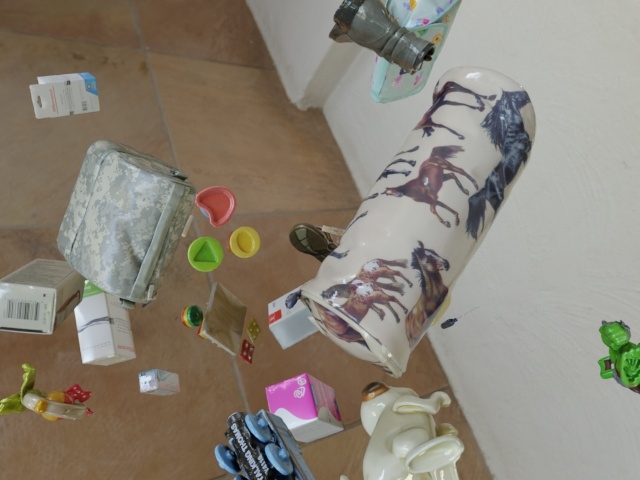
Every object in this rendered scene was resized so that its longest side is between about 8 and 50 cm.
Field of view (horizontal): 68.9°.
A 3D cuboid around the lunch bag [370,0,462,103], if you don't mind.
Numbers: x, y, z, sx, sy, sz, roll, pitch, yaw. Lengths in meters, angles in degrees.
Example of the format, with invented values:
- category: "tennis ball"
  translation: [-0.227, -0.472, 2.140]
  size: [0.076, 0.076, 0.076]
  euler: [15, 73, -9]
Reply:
- category: "lunch bag"
  translation: [0.214, -0.480, 1.118]
  size: [0.160, 0.223, 0.262]
  euler: [30, 62, 8]

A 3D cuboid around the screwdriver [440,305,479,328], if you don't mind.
- category: "screwdriver"
  translation: [0.430, 0.239, 1.444]
  size: [0.025, 0.170, 0.024]
  euler: [-20, 72, -34]

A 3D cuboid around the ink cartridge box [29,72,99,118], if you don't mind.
- category: "ink cartridge box"
  translation: [-0.352, -0.199, 0.638]
  size: [0.083, 0.048, 0.028]
  euler: [-23, 47, -38]

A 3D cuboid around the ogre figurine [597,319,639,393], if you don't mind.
- category: "ogre figurine"
  translation: [0.492, 0.201, 0.731]
  size: [0.197, 0.097, 0.118]
  euler: [40, 20, 3]

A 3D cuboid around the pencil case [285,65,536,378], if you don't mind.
- category: "pencil case"
  translation: [0.129, -0.038, 0.613]
  size: [0.160, 0.183, 0.411]
  euler: [43, 73, -28]

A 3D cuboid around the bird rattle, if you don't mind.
- category: "bird rattle"
  translation: [-0.750, 0.466, 1.313]
  size: [0.253, 0.206, 0.143]
  euler: [45, 61, -39]

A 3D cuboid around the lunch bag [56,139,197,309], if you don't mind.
- category: "lunch bag"
  translation: [-0.411, -0.036, 1.027]
  size: [0.212, 0.306, 0.256]
  euler: [18, 8, -47]

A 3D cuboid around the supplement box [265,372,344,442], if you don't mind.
- category: "supplement box"
  translation: [-0.034, 0.412, 1.136]
  size: [0.220, 0.113, 0.111]
  euler: [52, 18, -57]

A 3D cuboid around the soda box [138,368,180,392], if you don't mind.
- category: "soda box"
  translation: [-0.508, 0.452, 1.482]
  size: [0.058, 0.183, 0.063]
  euler: [-14, 68, 0]

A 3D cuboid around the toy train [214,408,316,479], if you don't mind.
- category: "toy train"
  translation: [-0.053, 0.288, 0.565]
  size: [0.184, 0.080, 0.105]
  euler: [44, -1, 41]

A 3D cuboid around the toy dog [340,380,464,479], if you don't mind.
- category: "toy dog"
  translation: [0.251, 0.626, 1.456]
  size: [0.285, 0.395, 0.408]
  euler: [61, 5, -19]

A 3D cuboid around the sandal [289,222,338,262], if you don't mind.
- category: "sandal"
  translation: [0.000, 0.000, 1.113]
  size: [0.219, 0.089, 0.060]
  euler: [31, 54, -51]

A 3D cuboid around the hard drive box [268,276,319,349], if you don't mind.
- category: "hard drive box"
  translation: [-0.041, 0.213, 1.461]
  size: [0.089, 0.232, 0.181]
  euler: [59, 1, -18]

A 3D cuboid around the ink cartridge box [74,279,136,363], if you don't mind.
- category: "ink cartridge box"
  translation: [-0.746, 0.284, 1.615]
  size: [0.114, 0.198, 0.273]
  euler: [-15, 74, -6]

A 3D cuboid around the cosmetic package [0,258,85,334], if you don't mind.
- category: "cosmetic package"
  translation: [-0.784, 0.150, 1.321]
  size: [0.153, 0.296, 0.130]
  euler: [8, 98, -13]

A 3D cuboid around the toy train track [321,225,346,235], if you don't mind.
- category: "toy train track"
  translation: [0.042, -0.013, 0.809]
  size: [0.083, 0.014, 0.048]
  euler: [12, 90, -15]

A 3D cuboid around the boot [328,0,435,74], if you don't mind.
- category: "boot"
  translation: [0.100, -0.329, 0.776]
  size: [0.161, 0.083, 0.246]
  euler: [36, 15, -9]

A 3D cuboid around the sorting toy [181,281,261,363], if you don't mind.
- category: "sorting toy"
  translation: [-0.235, 0.194, 1.121]
  size: [0.275, 0.046, 0.133]
  euler: [53, 34, -46]

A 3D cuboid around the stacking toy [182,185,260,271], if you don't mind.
- category: "stacking toy"
  translation: [-0.418, -0.041, 1.810]
  size: [0.279, 0.130, 0.309]
  euler: [-31, 105, -20]

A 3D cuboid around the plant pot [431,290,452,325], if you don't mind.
- category: "plant pot"
  translation: [0.307, 0.087, 1.397]
  size: [0.254, 0.254, 0.239]
  euler: [46, 68, 3]
